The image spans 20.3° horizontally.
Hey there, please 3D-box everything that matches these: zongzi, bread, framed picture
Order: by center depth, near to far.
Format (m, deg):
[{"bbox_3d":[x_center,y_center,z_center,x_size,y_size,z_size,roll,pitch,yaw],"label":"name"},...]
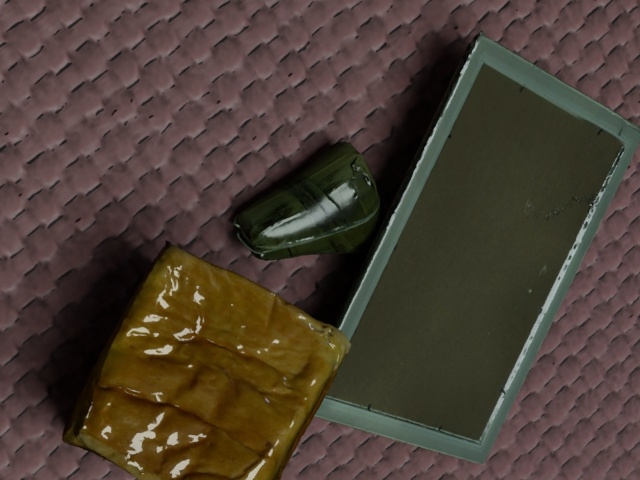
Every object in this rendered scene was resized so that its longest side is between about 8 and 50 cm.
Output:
[{"bbox_3d":[-0.076,0.095,1.151,0.149,0.158,0.143,27,83,4],"label":"bread"},{"bbox_3d":[0.000,0.000,1.251,0.104,0.052,0.113,-32,134,-9],"label":"zongzi"},{"bbox_3d":[0.114,0.014,1.312,0.231,0.018,0.293,23,95,-47],"label":"framed picture"}]
